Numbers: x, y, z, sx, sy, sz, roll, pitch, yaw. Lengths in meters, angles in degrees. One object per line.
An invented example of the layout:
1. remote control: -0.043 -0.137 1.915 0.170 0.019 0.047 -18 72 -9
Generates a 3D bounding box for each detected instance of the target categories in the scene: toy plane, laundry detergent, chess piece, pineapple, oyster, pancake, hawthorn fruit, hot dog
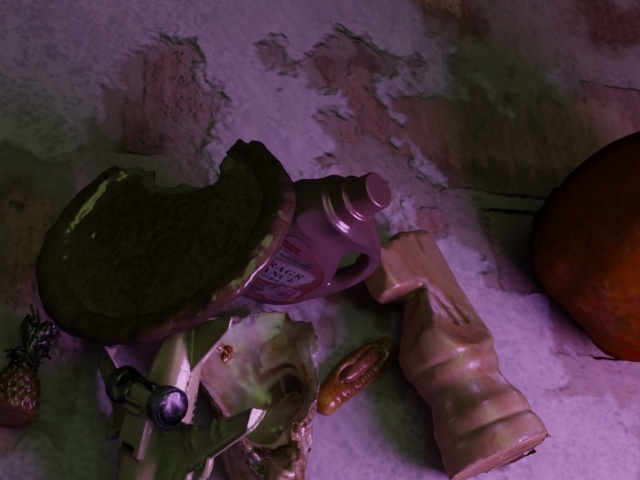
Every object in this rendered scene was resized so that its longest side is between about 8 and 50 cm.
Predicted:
1. toy plane: -0.159 0.186 1.006 0.104 0.242 0.256 30 78 -46
2. laundry detergent: 0.000 0.000 1.123 0.171 0.237 0.076 31 50 -38
3. chess piece: 0.145 0.122 1.194 0.137 0.137 0.300 -11 64 -28
4. pineapple: -0.303 0.128 1.043 0.058 0.058 0.124 18 44 -14
5. oyster: -0.068 0.178 1.094 0.162 0.107 0.232 -6 48 -15
6. pancake: -0.164 -0.009 1.065 0.286 0.033 0.288 -46 47 -13
7. hawthorn fruit: 0.428 0.003 1.268 0.309 0.325 0.308 0 82 1
8. hot dog: 0.040 0.152 1.186 0.137 0.028 0.044 -33 73 -32
